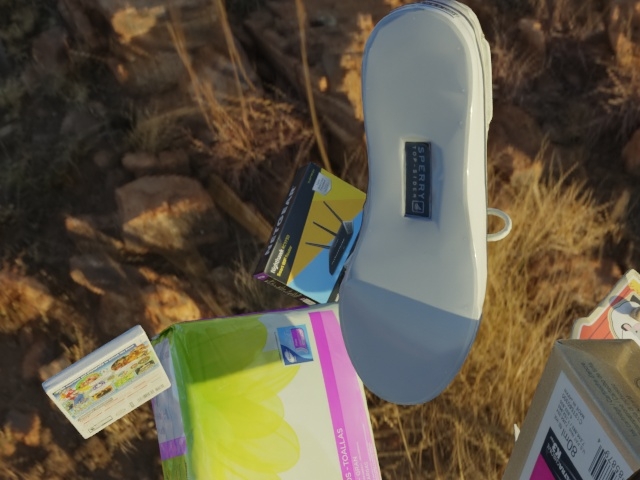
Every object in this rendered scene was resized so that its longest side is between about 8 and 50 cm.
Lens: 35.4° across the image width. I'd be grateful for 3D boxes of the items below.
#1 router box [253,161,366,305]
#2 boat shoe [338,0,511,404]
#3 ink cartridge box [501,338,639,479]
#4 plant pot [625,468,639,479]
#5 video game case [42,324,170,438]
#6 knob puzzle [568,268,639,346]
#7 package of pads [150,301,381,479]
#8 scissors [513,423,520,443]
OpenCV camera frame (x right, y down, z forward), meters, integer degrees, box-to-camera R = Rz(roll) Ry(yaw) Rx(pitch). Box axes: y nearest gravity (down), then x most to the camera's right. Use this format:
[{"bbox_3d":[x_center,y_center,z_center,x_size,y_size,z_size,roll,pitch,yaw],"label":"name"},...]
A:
[{"bbox_3d":[0.000,0.000,1.406,0.133,0.046,0.178,28,69,-19],"label":"router box"},{"bbox_3d":[0.099,-0.038,0.913,0.136,0.366,0.156,7,22,22],"label":"boat shoe"},{"bbox_3d":[0.247,0.224,0.816,0.088,0.193,0.234,2,32,-19],"label":"ink cartridge box"},{"bbox_3d":[0.181,0.191,0.375,0.188,0.167,0.187,3,67,-9],"label":"plant pot"},{"bbox_3d":[-0.173,0.119,0.827,0.087,0.122,0.011,-31,65,-13],"label":"video game case"},{"bbox_3d":[0.375,0.159,1.187,0.213,0.030,0.213,0,86,-8],"label":"knob puzzle"},{"bbox_3d":[-0.058,0.225,1.088,0.229,0.101,0.296,-5,76,-29],"label":"package of pads"},{"bbox_3d":[0.258,0.380,1.219,0.109,0.021,0.297,-22,83,-10],"label":"scissors"}]
